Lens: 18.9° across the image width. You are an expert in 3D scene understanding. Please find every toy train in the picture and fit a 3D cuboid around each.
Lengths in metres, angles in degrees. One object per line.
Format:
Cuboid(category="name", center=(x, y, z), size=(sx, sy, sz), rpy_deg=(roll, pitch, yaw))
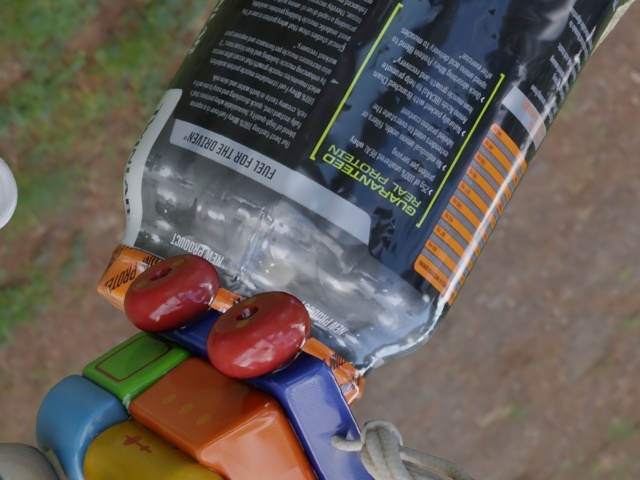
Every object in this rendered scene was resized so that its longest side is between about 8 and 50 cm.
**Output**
Cuboid(category="toy train", center=(-0.046, 0.098, 0.731), size=(0.143, 0.248, 0.105), rpy_deg=(-33, 113, -18))

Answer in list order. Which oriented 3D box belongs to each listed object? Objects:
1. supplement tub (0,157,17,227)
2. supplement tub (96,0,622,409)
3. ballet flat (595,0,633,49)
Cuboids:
Cuboid(category="supplement tub", center=(-0.276, -0.024, 1.417), size=(0.071, 0.071, 0.107), rpy_deg=(-18, 173, -39))
Cuboid(category="supplement tub", center=(0.023, -0.076, 1.120), size=(0.338, 0.207, 0.207), rpy_deg=(-60, 156, -9))
Cuboid(category="ballet flat", center=(0.198, -0.213, 1.427), size=(0.123, 0.123, 0.348), rpy_deg=(-25, 164, -29))
